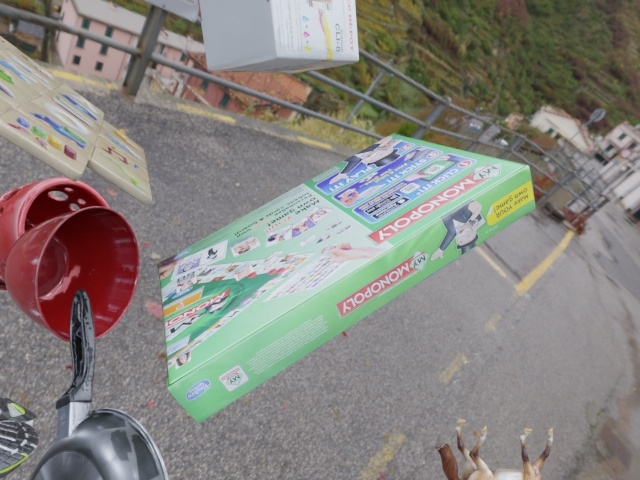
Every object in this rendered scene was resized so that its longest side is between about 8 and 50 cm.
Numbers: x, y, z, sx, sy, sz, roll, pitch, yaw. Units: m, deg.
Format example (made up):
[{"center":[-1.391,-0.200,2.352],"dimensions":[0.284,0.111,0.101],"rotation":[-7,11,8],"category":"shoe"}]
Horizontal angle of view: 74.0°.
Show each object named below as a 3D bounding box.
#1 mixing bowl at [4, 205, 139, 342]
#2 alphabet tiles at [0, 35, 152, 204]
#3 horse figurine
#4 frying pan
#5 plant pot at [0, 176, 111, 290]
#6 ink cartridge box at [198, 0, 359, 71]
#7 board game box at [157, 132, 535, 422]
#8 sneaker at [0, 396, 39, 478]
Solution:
[{"center":[-0.343,0.041,0.572],"dimensions":[0.098,0.181,0.181],"rotation":[4,29,13],"category":"mixing bowl"},{"center":[-0.285,-0.150,0.386],"dimensions":[0.285,0.011,0.342],"rotation":[38,3,-32],"category":"alphabet tiles"},{"center":[0.352,0.449,0.823],"dimensions":[0.263,0.175,0.066],"rotation":[2,-8,7],"category":"horse figurine"},{"center":[-0.224,0.206,0.426],"dimensions":[0.053,0.197,0.326],"rotation":[24,63,-61],"category":"frying pan"},{"center":[-0.481,-0.005,0.727],"dimensions":[0.191,0.174,0.191],"rotation":[-4,90,-69],"category":"plant pot"},{"center":[-0.050,-0.294,0.557],"dimensions":[0.127,0.128,0.176],"rotation":[8,22,36],"category":"ink cartridge box"},{"center":[0.000,0.000,0.410],"dimensions":[0.046,0.317,0.213],"rotation":[65,-10,-29],"category":"board game box"},{"center":[-0.625,0.402,0.813],"dimensions":[0.111,0.300,0.121],"rotation":[36,69,-21],"category":"sneaker"}]
